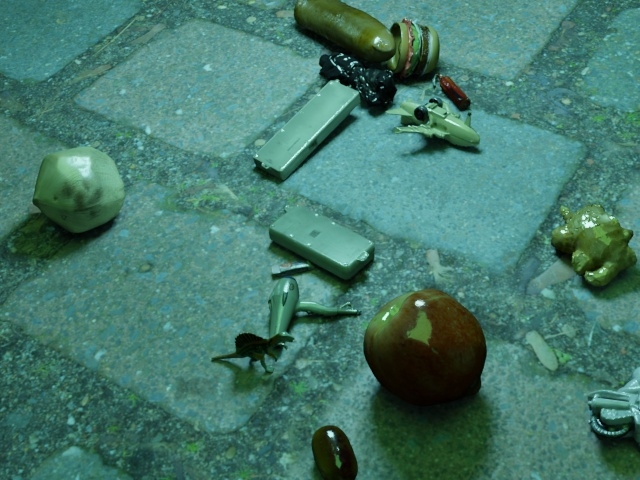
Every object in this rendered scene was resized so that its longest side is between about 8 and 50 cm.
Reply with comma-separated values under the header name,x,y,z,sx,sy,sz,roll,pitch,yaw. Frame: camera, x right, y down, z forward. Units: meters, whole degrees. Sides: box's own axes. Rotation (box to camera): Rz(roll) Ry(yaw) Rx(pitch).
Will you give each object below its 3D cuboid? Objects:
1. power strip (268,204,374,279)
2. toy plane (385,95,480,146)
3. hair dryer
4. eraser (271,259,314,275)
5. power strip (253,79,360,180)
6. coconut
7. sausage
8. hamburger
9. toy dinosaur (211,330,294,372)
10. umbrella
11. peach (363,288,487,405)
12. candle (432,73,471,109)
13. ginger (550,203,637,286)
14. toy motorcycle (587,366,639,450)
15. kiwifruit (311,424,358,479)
name,x,y,z,sx,sy,sz,roll,pitch,yaw
power strip,0.000,0.000,1.904,0.270,0.046,0.118,28,50,28
toy plane,0.309,-0.316,2.142,0.256,0.104,0.242,21,37,31
hair dryer,-0.030,0.180,1.761,0.199,0.067,0.167,23,62,7
eraser,-0.064,0.063,1.879,0.099,0.019,0.027,-12,47,-3
power strip,-0.029,-0.304,2.168,0.106,0.043,0.367,31,66,29
coconut,-0.603,-0.123,1.993,0.224,0.224,0.224,-3,47,3
sausage,0.080,-0.635,2.407,0.136,0.123,0.501,6,25,-38
hamburger,0.271,-0.548,2.322,0.136,0.175,0.175,3,45,-14
toy dinosaur,-0.144,0.222,1.681,0.187,0.106,0.044,7,48,12
umbrella,0.102,-0.467,2.298,0.122,0.110,0.272,-42,52,-19
peach,0.216,0.223,1.580,0.232,0.257,0.232,-38,13,11
candle,0.366,-0.421,2.270,0.053,0.048,0.162,8,36,-36
ginger,0.607,-0.002,1.810,0.157,0.102,0.216,-38,55,8
toy motorcycle,0.633,0.304,1.531,0.260,0.110,0.171,-10,30,7
kiwifruit,0.026,0.405,1.517,0.075,0.075,0.124,-19,52,-11
